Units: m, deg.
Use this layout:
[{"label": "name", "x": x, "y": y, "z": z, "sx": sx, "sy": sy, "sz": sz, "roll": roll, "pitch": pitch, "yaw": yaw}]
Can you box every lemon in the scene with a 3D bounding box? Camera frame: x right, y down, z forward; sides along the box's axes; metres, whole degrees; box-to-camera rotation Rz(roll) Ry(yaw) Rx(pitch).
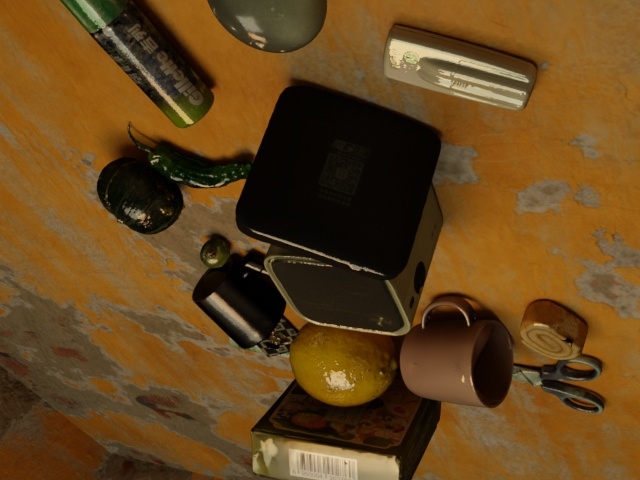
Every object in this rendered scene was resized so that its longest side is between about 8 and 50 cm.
[{"label": "lemon", "x": 0.054, "y": 0.287, "z": 2.047, "sx": 0.263, "sy": 0.236, "sz": 0.236, "roll": -28, "pitch": 126, "yaw": 29}]

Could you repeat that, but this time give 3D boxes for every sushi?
[{"label": "sushi", "x": -0.134, "y": 0.236, "z": 2.277, "sx": 0.139, "sy": 0.031, "sz": 0.201, "roll": -17, "pitch": 133, "yaw": 25}]

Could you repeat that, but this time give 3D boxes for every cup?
[{"label": "cup", "x": -0.176, "y": 0.119, "z": 2.055, "sx": 0.177, "sy": 0.239, "sz": 0.166, "roll": 43, "pitch": -174, "yaw": -22}, {"label": "cup", "x": 0.292, "y": 0.243, "z": 1.893, "sx": 0.200, "sy": 0.191, "sz": 0.253, "roll": -2, "pitch": 112, "yaw": 40}]

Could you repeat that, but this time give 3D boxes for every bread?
[{"label": "bread", "x": 0.483, "y": 0.195, "z": 1.775, "sx": 0.149, "sy": 0.073, "sz": 0.122, "roll": 32, "pitch": 150, "yaw": -15}]

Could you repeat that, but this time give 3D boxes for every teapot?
[{"label": "teapot", "x": -0.037, "y": -0.380, "z": 1.129, "sx": 0.183, "sy": 0.184, "sz": 0.251, "roll": 31, "pitch": 136, "yaw": -15}]

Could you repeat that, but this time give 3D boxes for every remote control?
[{"label": "remote control", "x": 0.205, "y": -0.253, "z": 1.271, "sx": 0.230, "sy": 0.049, "sz": 0.090, "roll": 18, "pitch": 147, "yaw": 10}]

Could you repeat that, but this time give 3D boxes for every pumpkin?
[{"label": "pumpkin", "x": -0.381, "y": -0.095, "z": 1.792, "sx": 0.190, "sy": 0.146, "sz": 0.190, "roll": 48, "pitch": -178, "yaw": -2}]

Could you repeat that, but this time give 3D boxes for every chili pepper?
[{"label": "chili pepper", "x": -0.265, "y": -0.151, "z": 1.724, "sx": 0.278, "sy": 0.065, "sz": 0.122, "roll": 13, "pitch": 140, "yaw": 11}]

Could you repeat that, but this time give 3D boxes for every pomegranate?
[{"label": "pomegranate", "x": -0.253, "y": 0.032, "z": 1.981, "sx": 0.073, "sy": 0.084, "sz": 0.073, "roll": 10, "pitch": 109, "yaw": 32}]

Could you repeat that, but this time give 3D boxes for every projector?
[{"label": "projector", "x": 0.068, "y": 0.004, "z": 1.570, "sx": 0.248, "sy": 0.249, "sz": 0.249, "roll": 5, "pitch": 147, "yaw": 26}]

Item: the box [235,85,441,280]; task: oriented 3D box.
[{"label": "box", "x": 0.032, "y": -0.097, "z": 1.399, "sx": 0.289, "sy": 0.289, "sz": 0.073, "roll": 18, "pitch": 158, "yaw": 2}]

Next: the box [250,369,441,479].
[{"label": "box", "x": 0.077, "y": 0.459, "z": 2.114, "sx": 0.372, "sy": 0.420, "sz": 0.138, "roll": 6, "pitch": 111, "yaw": 20}]

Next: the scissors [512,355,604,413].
[{"label": "scissors", "x": 0.479, "y": 0.318, "z": 2.017, "sx": 0.383, "sy": 0.029, "sz": 0.256, "roll": 9, "pitch": 146, "yaw": 24}]

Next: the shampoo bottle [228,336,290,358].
[{"label": "shampoo bottle", "x": -0.165, "y": 0.296, "z": 2.383, "sx": 0.190, "sy": 0.041, "sz": 0.069, "roll": 11, "pitch": 141, "yaw": 18}]

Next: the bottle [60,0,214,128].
[{"label": "bottle", "x": -0.315, "y": -0.333, "z": 1.436, "sx": 0.093, "sy": 0.093, "sz": 0.330, "roll": -6, "pitch": 140, "yaw": 39}]
